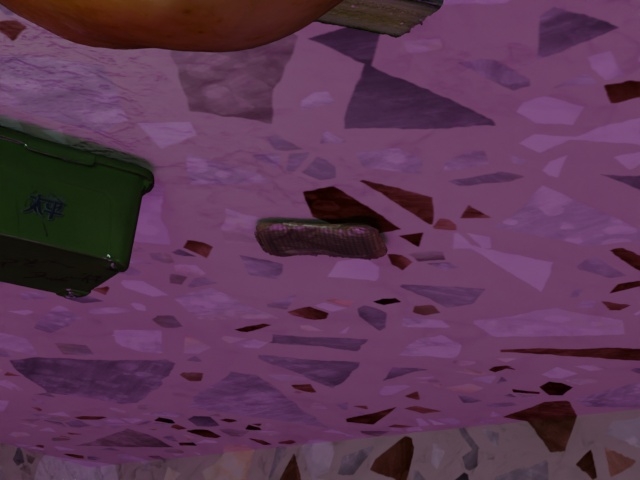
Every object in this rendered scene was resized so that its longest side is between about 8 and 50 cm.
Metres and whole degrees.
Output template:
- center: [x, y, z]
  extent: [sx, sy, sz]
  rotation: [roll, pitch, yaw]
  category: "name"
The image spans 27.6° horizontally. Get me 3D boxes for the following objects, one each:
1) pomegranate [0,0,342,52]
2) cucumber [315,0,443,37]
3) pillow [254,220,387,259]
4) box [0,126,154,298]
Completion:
- center: [-0.086, -0.328, 0.898]
  extent: [0.412, 0.411, 0.411]
  rotation: [3, 158, 1]
  category: "pomegranate"
- center: [0.000, -0.278, 1.385]
  extent: [0.244, 0.063, 0.115]
  rotation: [8, 166, -12]
  category: "cucumber"
- center: [0.000, 0.001, 2.133]
  extent: [0.211, 0.034, 0.135]
  rotation: [0, 160, 13]
  category: "pillow"
- center: [-0.439, -0.036, 1.919]
  extent: [0.329, 0.177, 0.253]
  rotation: [16, 157, -28]
  category: "box"
